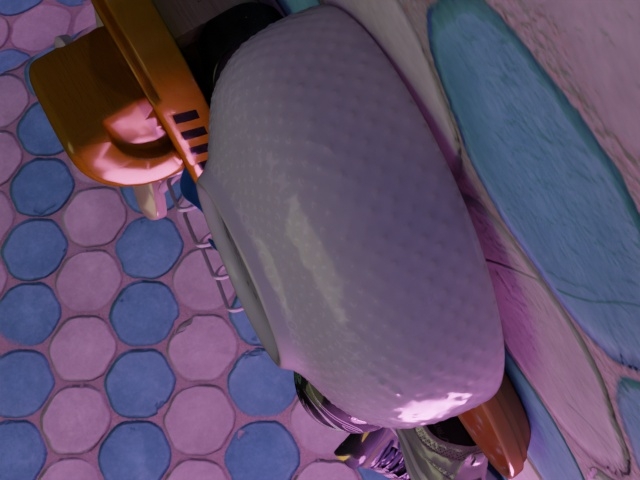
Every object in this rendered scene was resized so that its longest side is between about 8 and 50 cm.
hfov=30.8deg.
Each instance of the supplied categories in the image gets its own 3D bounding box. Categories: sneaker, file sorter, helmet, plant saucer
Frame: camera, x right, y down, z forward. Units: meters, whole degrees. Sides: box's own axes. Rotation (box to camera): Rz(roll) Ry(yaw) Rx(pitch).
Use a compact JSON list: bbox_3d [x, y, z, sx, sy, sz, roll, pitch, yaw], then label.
[{"bbox_3d":[0.113,0.151,1.271,0.281,0.105,0.115,58,147,30],"label":"sneaker"},{"bbox_3d":[-0.137,-0.057,1.866,0.193,0.173,0.278,-121,6,-63],"label":"file sorter"},{"bbox_3d":[0.048,0.200,1.680,0.169,0.169,0.162,-170,62,-84],"label":"helmet"},{"bbox_3d":[0.122,0.331,1.829,0.121,0.111,0.300,45,-168,22],"label":"sneaker"},{"bbox_3d":[0.133,0.119,1.048,0.200,0.037,0.200,59,174,10],"label":"plant saucer"}]

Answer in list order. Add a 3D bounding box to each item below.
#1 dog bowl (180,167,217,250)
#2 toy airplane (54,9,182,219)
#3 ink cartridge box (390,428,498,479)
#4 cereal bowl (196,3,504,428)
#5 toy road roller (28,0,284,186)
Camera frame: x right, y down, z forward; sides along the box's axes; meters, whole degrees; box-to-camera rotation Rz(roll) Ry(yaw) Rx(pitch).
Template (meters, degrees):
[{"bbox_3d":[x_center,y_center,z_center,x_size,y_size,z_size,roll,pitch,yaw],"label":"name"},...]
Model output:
[{"bbox_3d":[-0.082,-0.059,1.552,0.074,0.166,0.297,50,-178,-37],"label":"dog bowl"},{"bbox_3d":[-0.327,-0.281,2.041,0.386,0.272,0.384,102,147,-54],"label":"toy airplane"},{"bbox_3d":[0.132,0.247,1.452,0.189,0.066,0.232,47,172,-6],"label":"ink cartridge box"},{"bbox_3d":[0.000,0.000,0.897,0.339,0.141,0.339,62,170,20],"label":"cereal bowl"},{"bbox_3d":[-0.142,-0.136,1.183,0.202,0.240,0.329,57,174,35],"label":"toy road roller"}]
